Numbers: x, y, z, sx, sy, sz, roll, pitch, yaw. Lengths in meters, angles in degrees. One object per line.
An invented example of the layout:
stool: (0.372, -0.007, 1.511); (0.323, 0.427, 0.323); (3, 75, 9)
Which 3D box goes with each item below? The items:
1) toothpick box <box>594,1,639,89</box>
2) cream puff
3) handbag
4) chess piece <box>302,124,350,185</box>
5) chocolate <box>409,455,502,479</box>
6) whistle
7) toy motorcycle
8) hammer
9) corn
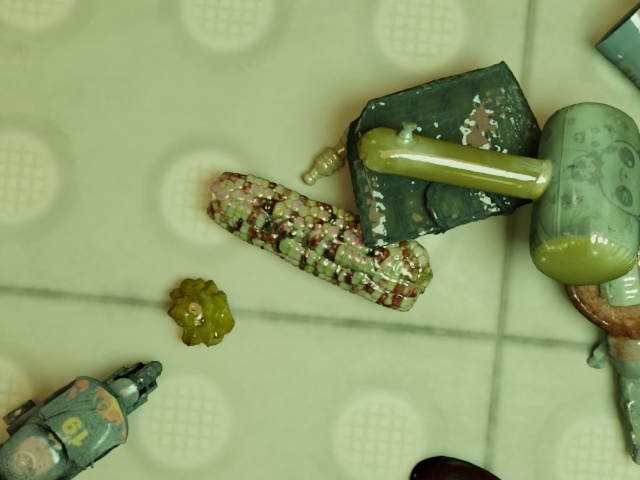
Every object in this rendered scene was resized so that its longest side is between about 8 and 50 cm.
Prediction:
toothpick box: (0.420, -0.214, 0.930); (0.101, 0.101, 0.153); (-44, 89, -2)
cream puff: (-0.143, 0.087, 0.929); (0.083, 0.058, 0.083); (11, 87, -3)
handbag: (0.150, -0.097, 0.902); (0.271, 0.089, 0.175); (-18, 86, -16)
chess piece: (0.016, -0.101, 0.951); (0.092, 0.035, 0.035); (-41, 90, 2)
chocolate: (0.179, 0.329, 0.917); (0.125, 0.080, 0.148); (-10, 81, -5)
whistle: (0.368, 0.097, 0.915); (0.142, 0.134, 0.345); (-10, 98, 13)
toy motorcycle: (-0.311, 0.231, 0.866); (0.307, 0.173, 0.108); (-35, 92, -3)
hammer: (0.190, -0.074, 0.827); (0.306, 0.113, 0.201); (14, 62, -3)
corn: (0.000, 0.000, 0.925); (0.281, 0.092, 0.092); (23, 89, 4)
